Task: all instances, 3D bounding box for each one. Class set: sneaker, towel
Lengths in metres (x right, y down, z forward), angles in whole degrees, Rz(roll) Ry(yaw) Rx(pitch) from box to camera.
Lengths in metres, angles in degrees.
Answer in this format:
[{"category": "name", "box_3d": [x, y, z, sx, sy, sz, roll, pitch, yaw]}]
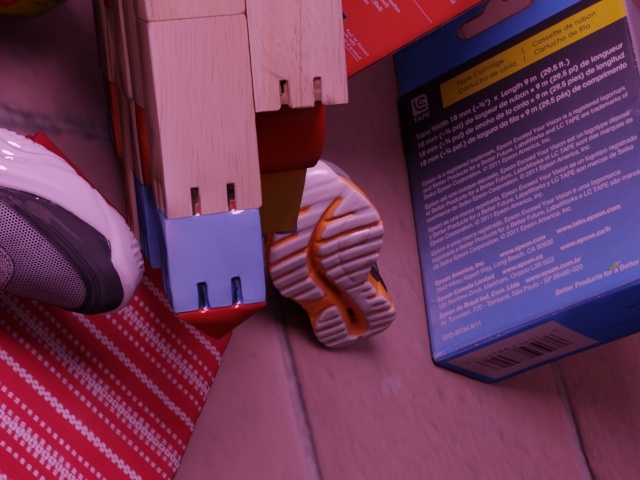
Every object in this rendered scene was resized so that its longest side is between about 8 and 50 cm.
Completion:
[{"category": "sneaker", "box_3d": [0.000, 0.000, 0.948, 0.215, 0.084, 0.083, 76, -4, -60]}, {"category": "sneaker", "box_3d": [-0.225, 0.006, 0.651, 0.268, 0.101, 0.153, 29, 51, -18]}, {"category": "towel", "box_3d": [-0.156, 0.084, 0.773, 0.199, 0.031, 0.275, 47, 39, -24]}]

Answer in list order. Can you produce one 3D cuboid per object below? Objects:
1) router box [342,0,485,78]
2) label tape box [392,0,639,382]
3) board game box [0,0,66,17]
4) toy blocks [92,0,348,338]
[{"category": "router box", "box_3d": [0.051, -0.254, 1.014, 0.082, 0.301, 0.335, 47, 39, -23]}, {"category": "label tape box", "box_3d": [0.198, -0.074, 1.149, 0.106, 0.240, 0.334, 23, 53, -44]}, {"category": "board game box", "box_3d": [-0.211, -0.188, 0.799, 0.092, 0.043, 0.181, 64, 13, -2]}, {"category": "toy blocks", "box_3d": [-0.070, -0.105, 0.769, 0.190, 0.381, 0.261, -7, 105, -13]}]
